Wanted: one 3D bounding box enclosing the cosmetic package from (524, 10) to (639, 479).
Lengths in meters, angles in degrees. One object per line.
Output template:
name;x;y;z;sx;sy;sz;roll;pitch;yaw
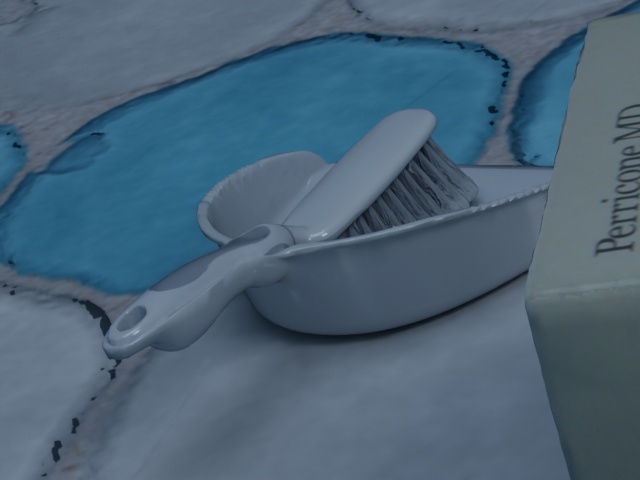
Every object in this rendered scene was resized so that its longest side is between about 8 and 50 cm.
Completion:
cosmetic package;0.208;0.008;0.425;0.296;0.129;0.153;-9;28;18

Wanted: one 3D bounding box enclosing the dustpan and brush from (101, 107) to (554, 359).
dustpan and brush;0.000;0.000;0.650;0.147;0.060;0.211;3;32;36
